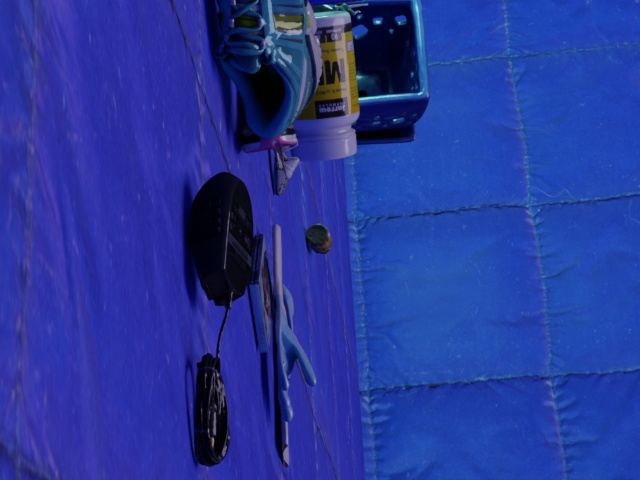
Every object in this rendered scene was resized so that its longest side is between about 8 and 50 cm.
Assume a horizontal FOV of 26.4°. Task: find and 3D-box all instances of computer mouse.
[{"bbox_3d":[-0.087,0.058,1.078,0.071,0.041,0.242,59,31,-61],"label":"computer mouse"}]

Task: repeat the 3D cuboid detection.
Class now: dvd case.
[{"bbox_3d":[-0.066,0.057,1.516,0.119,0.013,0.087,-86,170,-63],"label":"dvd case"}]

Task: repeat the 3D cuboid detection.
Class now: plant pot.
[{"bbox_3d":[0.078,-0.306,2.574,0.212,0.236,0.236,90,-3,-65],"label":"plant pot"}]

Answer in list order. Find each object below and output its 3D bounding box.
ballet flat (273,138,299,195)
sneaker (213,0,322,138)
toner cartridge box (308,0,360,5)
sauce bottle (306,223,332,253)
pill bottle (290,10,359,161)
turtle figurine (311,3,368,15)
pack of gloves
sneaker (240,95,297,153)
[{"bbox_3d":[-0.048,-0.116,1.813,0.041,0.041,0.114,-73,158,-80],"label":"ballet flat"},{"bbox_3d":[-0.060,-0.220,1.345,0.275,0.107,0.110,72,31,-41],"label":"sneaker"},{"bbox_3d":[-0.002,-0.475,1.694,0.165,0.075,0.347,-98,-177,-75],"label":"toner cartridge box"},{"bbox_3d":[0.000,0.000,2.355,0.128,0.042,0.042,54,31,-80],"label":"sauce bottle"},{"bbox_3d":[-0.004,-0.227,2.008,0.119,0.119,0.208,-79,163,-76],"label":"pill bottle"},{"bbox_3d":[-0.016,-0.408,2.116,0.234,0.118,0.175,37,31,-64],"label":"turtle figurine"},{"bbox_3d":[-0.029,0.127,1.617,0.195,0.046,0.232,87,0,-61],"label":"pack of gloves"},{"bbox_3d":[-0.061,-0.146,1.513,0.170,0.063,0.074,-91,171,-72],"label":"sneaker"}]
